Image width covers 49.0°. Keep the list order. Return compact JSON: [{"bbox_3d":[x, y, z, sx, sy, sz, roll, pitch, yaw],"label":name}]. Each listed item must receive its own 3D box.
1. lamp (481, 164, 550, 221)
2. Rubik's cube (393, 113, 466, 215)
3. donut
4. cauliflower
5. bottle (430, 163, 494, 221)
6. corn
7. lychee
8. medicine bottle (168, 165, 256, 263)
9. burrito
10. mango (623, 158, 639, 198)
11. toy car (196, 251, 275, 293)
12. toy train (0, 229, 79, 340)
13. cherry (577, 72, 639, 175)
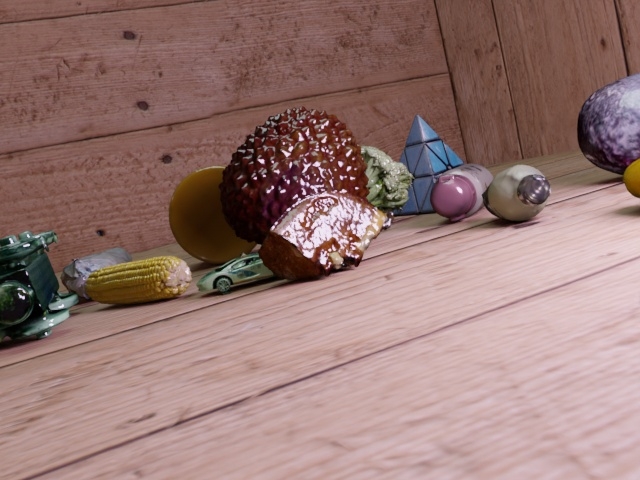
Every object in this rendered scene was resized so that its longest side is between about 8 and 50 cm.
[{"bbox_3d":[0.340,-0.082,1.230,0.101,0.101,0.250,-13,1,-1],"label":"lamp"},{"bbox_3d":[0.304,-0.154,1.895,0.233,0.229,0.228,30,72,25],"label":"Rubik's cube"},{"bbox_3d":[0.003,-0.009,1.140,0.187,0.144,0.126,-50,6,-37],"label":"donut"},{"bbox_3d":[0.087,-0.106,1.774,0.272,0.275,0.250,15,45,-3],"label":"cauliflower"},{"bbox_3d":[0.300,-0.103,1.503,0.109,0.110,0.233,-11,6,26],"label":"bottle"},{"bbox_3d":[-0.340,0.077,1.310,0.248,0.081,0.081,-10,6,37],"label":"corn"},{"bbox_3d":[-0.046,-0.104,1.412,0.305,0.331,0.306,17,-1,0],"label":"lychee"},{"bbox_3d":[-0.253,-0.067,1.795,0.237,0.238,0.232,-13,3,-2],"label":"medicine bottle"},{"bbox_3d":[-0.537,0.079,1.676,0.138,0.101,0.445,-9,5,-7],"label":"burrito"},{"bbox_3d":[0.531,-0.107,0.921,0.176,0.119,0.316,-25,5,-28],"label":"mango"},{"bbox_3d":[-0.125,0.049,1.213,0.186,0.058,0.093,-13,7,-8],"label":"toy car"},{"bbox_3d":[-0.584,0.101,1.235,0.272,0.179,0.442,-21,8,-15],"label":"toy train"},{"bbox_3d":[0.681,-0.243,1.489,0.254,0.218,0.296,-9,19,10],"label":"cherry"}]
